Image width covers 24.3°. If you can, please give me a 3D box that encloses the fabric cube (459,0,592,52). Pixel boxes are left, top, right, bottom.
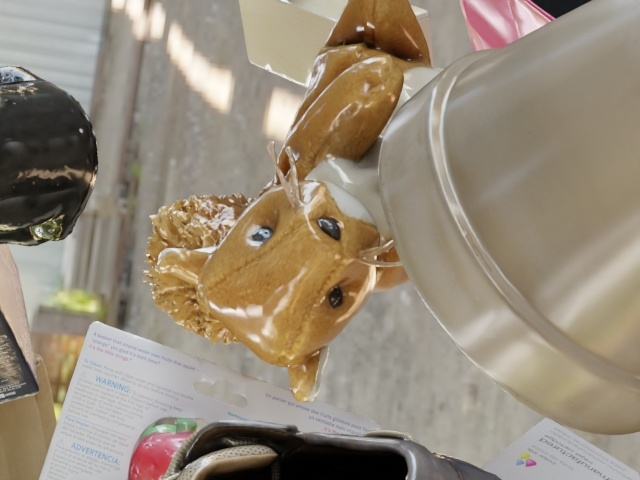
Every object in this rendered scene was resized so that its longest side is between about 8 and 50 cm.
[{"bbox_3d":[0.324,-0.248,1.634,0.259,0.254,0.258,48,167,44],"label":"fabric cube"}]

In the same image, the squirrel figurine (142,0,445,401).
[{"bbox_3d":[0.000,0.000,1.426,0.397,0.281,0.370,-38,11,47],"label":"squirrel figurine"}]

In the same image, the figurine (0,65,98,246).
[{"bbox_3d":[-0.252,-0.076,0.736,0.215,0.209,0.092,50,128,24],"label":"figurine"}]

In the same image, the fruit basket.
[{"bbox_3d":[-0.142,0.300,1.524,0.165,0.327,0.353,46,-118,-78],"label":"fruit basket"}]

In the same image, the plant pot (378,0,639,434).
[{"bbox_3d":[0.251,-0.059,1.093,0.280,0.323,0.323,-42,38,41],"label":"plant pot"}]

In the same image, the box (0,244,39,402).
[{"bbox_3d":[-0.348,0.051,1.406,0.207,0.108,0.153,87,168,-60],"label":"box"}]

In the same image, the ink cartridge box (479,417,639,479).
[{"bbox_3d":[0.194,0.282,1.227,0.278,0.201,0.117,-22,-43,-55],"label":"ink cartridge box"}]

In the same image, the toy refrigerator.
[{"bbox_3d":[0.018,-0.233,1.702,0.269,0.094,0.102,30,136,51],"label":"toy refrigerator"}]

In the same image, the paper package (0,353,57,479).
[{"bbox_3d":[-0.422,0.281,1.686,0.325,0.168,0.309,0,101,55],"label":"paper package"}]

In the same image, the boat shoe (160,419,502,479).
[{"bbox_3d":[-0.033,0.152,0.802,0.355,0.130,0.132,-15,36,43],"label":"boat shoe"}]
